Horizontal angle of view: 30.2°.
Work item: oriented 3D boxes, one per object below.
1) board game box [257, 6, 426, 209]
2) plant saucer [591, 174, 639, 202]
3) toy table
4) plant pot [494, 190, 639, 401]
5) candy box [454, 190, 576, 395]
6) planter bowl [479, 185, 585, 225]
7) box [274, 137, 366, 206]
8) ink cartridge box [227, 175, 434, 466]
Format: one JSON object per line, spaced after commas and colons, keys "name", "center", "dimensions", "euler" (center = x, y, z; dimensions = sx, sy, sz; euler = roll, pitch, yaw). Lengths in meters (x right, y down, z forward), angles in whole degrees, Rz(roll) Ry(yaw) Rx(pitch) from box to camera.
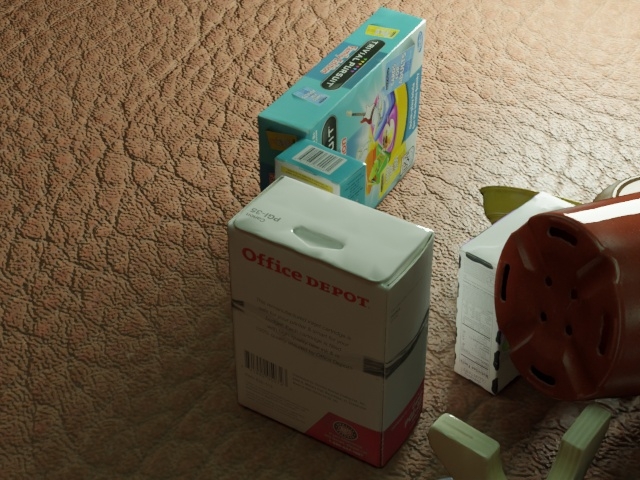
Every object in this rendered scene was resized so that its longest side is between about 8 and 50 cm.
{"name": "board game box", "center": [0.035, -0.137, 1.659], "dimensions": [0.079, 0.254, 0.336], "euler": [20, 43, 22]}
{"name": "plant saucer", "center": [0.492, -0.041, 1.715], "dimensions": [0.198, 0.036, 0.199], "euler": [-1, 39, 0]}
{"name": "toy table", "center": [0.211, 0.292, 1.199], "dimensions": [0.274, 0.161, 0.252], "euler": [18, 42, 20]}
{"name": "plant pot", "center": [0.355, 0.058, 1.303], "dimensions": [0.265, 0.272, 0.272], "euler": [-6, 37, -30]}
{"name": "candy box", "center": [0.243, 0.065, 1.451], "dimensions": [0.070, 0.196, 0.165], "euler": [29, 47, 36]}
{"name": "planter bowl", "center": [0.304, 0.002, 1.581], "dimensions": [0.217, 0.217, 0.090], "euler": [16, 84, 19]}
{"name": "box", "center": [0.000, 0.000, 1.493], "dimensions": [0.100, 0.244, 0.060], "euler": [25, 44, 28]}
{"name": "ink cartridge box", "center": [0.013, 0.093, 1.346], "dimensions": [0.207, 0.283, 0.117], "euler": [21, 43, 24]}
